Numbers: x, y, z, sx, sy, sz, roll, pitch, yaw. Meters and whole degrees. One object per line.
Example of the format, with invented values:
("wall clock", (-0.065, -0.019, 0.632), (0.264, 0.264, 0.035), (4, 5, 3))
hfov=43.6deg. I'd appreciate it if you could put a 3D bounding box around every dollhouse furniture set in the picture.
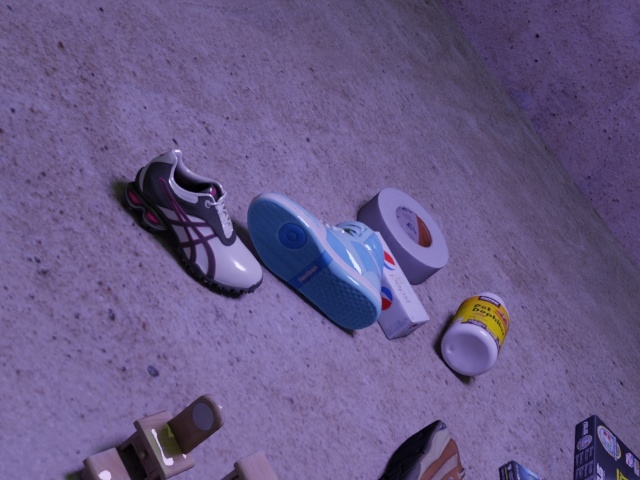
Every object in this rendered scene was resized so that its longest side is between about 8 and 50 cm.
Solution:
("dollhouse furniture set", (-0.201, 0.334, 0.809), (0.355, 0.174, 0.303), (-7, 60, -55))

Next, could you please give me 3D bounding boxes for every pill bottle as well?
("pill bottle", (0.337, 0.191, 1.711), (0.117, 0.117, 0.215), (48, 30, -1))

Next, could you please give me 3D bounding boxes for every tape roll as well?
("tape roll", (0.186, -0.011, 1.790), (0.219, 0.072, 0.219), (32, 35, -26))

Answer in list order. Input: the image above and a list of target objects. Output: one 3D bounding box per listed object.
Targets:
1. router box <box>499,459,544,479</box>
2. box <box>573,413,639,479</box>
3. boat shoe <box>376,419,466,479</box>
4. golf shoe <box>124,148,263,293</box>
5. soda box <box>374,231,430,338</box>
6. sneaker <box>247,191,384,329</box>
("router box", (0.388, 0.491, 1.516), (0.092, 0.038, 0.122), (34, 34, -22))
("box", (0.654, 0.548, 1.770), (0.216, 0.060, 0.270), (46, 30, -6))
("boat shoe", (0.156, 0.398, 1.247), (0.120, 0.122, 0.324), (54, 32, 4))
("golf shoe", (-0.184, -0.024, 1.289), (0.273, 0.120, 0.105), (42, 29, -13))
("soda box", (0.127, 0.087, 1.608), (0.074, 0.069, 0.216), (0, 56, -53))
("sneaker", (0.000, 0.000, 1.495), (0.319, 0.127, 0.208), (48, 31, -19))
